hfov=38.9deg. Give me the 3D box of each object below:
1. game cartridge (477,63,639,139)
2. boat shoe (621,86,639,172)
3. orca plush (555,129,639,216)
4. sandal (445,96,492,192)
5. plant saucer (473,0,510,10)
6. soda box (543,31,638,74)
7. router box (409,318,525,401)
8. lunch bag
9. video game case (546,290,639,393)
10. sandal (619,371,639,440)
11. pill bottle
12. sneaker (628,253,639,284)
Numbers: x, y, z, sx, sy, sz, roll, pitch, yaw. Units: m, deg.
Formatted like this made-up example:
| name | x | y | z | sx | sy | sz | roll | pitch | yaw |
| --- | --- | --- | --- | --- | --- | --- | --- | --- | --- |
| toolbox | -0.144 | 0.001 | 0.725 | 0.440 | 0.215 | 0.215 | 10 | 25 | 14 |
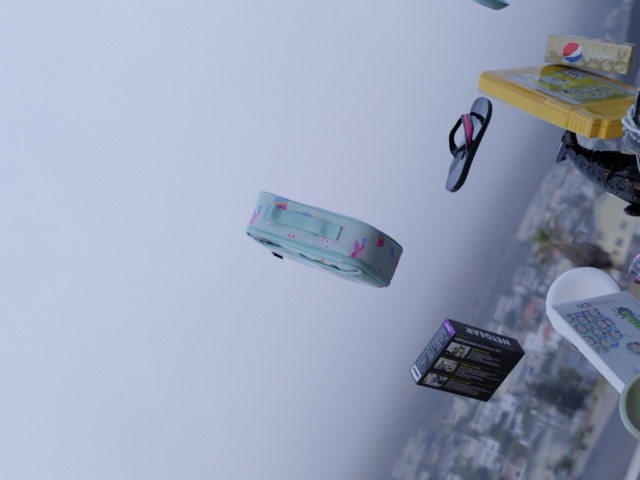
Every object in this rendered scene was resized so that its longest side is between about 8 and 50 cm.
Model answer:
| name | x | y | z | sx | sy | sz | roll | pitch | yaw |
| --- | --- | --- | --- | --- | --- | --- | --- | --- | --- |
| game cartridge | 0.528 | -0.287 | 1.828 | 0.285 | 0.323 | 0.053 | -12 | -60 | -33 |
| boat shoe | 0.450 | -0.147 | 1.158 | 0.119 | 0.121 | 0.335 | -32 | -39 | 7 |
| orca plush | 0.598 | -0.147 | 1.755 | 0.151 | 0.287 | 0.102 | -53 | -19 | 4 |
| sandal | 0.222 | -0.158 | 1.405 | 0.067 | 0.040 | 0.179 | -41 | 23 | 62 |
| plant saucer | 0.318 | -0.483 | 1.797 | 0.119 | 0.119 | 0.021 | -27 | -36 | -63 |
| soda box | 0.576 | -0.400 | 1.934 | 0.058 | 0.181 | 0.061 | -28 | -51 | -55 |
| router box | 0.275 | 0.227 | 1.695 | 0.178 | 0.046 | 0.133 | 18 | -63 | -29 |
| lunch bag | 0.000 | 0.000 | 1.730 | 0.224 | 0.279 | 0.108 | 28 | -100 | -63 |
| video game case | 0.393 | 0.128 | 1.166 | 0.143 | 0.157 | 0.019 | -7 | -50 | -28 |
| sandal | 0.463 | 0.178 | 0.935 | 0.086 | 0.302 | 0.120 | 49 | -137 | -51 |
| pill bottle | 0.485 | 0.135 | 1.608 | 0.245 | 0.130 | 0.131 | 33 | -102 | -62 |
| sneaker | 0.446 | 0.049 | 1.218 | 0.057 | 0.047 | 0.119 | -52 | 3 | -14 |
